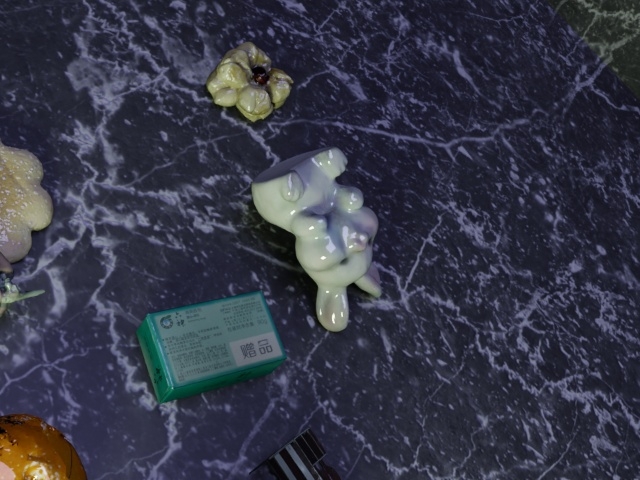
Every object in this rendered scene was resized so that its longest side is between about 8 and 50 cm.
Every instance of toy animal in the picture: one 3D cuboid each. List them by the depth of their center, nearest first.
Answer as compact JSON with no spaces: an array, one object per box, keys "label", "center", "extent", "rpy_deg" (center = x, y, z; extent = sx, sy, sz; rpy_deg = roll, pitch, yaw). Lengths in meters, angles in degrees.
[{"label":"toy animal","center":[0.003,-0.005,1.750],"extent":[0.196,0.241,0.368],"rpy_deg":[-36,97,-31]}]

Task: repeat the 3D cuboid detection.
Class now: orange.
[{"label":"orange","center":[-0.468,0.382,1.270],"extent":[0.234,0.182,0.235],"rpy_deg":[25,44,-26]}]

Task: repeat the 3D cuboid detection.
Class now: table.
[{"label":"table","center":[-0.033,0.443,1.531],"extent":[0.146,0.062,0.175],"rpy_deg":[54,20,9]}]

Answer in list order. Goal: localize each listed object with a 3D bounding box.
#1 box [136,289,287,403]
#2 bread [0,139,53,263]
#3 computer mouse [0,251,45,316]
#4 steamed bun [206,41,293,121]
[{"label":"box","center":[-0.205,0.197,1.573],"extent":[0.244,0.092,0.153],"rpy_deg":[-10,68,-32]},{"label":"bread","center":[-0.646,-0.087,1.530],"extent":[0.315,0.054,0.316],"rpy_deg":[15,54,-22]},{"label":"computer mouse","center":[-0.662,0.073,1.386],"extent":[0.388,0.115,0.200],"rpy_deg":[3,77,-34]},{"label":"steamed bun","center":[-0.166,-0.371,1.928],"extent":[0.177,0.106,0.192],"rpy_deg":[44,52,4]}]
